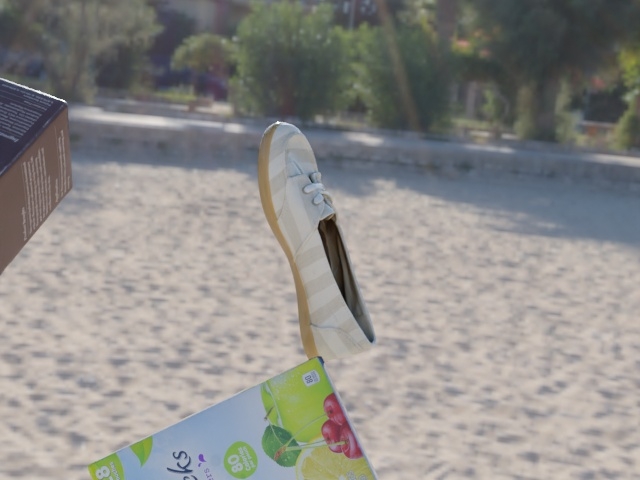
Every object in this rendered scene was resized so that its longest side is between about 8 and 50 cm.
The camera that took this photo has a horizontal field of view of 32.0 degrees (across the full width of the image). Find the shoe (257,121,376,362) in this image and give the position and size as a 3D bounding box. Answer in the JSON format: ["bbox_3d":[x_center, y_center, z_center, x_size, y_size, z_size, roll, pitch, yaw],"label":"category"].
[{"bbox_3d":[0.000,0.000,0.981,0.058,0.219,0.076,-9,10,29],"label":"shoe"}]

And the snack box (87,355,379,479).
[{"bbox_3d":[-0.057,0.214,0.902,0.207,0.174,0.070,-26,-6,1],"label":"snack box"}]

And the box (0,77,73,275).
[{"bbox_3d":[-0.455,-0.094,1.489,0.167,0.168,0.203,21,47,10],"label":"box"}]
